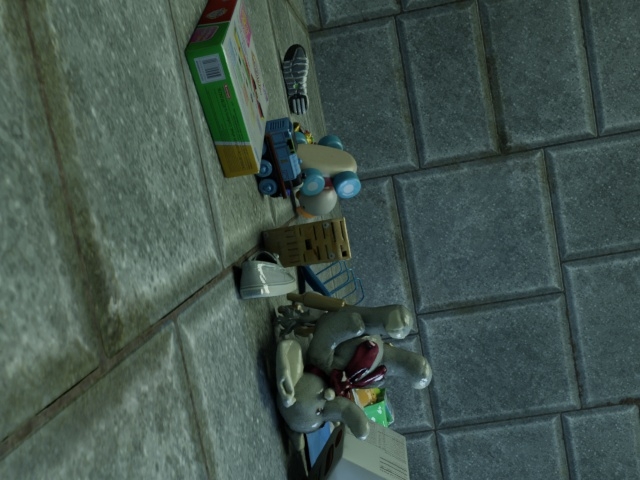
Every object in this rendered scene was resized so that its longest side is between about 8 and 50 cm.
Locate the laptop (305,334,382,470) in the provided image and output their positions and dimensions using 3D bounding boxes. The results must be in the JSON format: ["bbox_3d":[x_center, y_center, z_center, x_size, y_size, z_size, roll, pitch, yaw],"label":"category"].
[{"bbox_3d":[0.089,0.419,1.735,0.236,0.408,0.382,47,3,6],"label":"laptop"}]

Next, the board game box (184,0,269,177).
[{"bbox_3d":[-0.162,-0.297,1.315,0.316,0.064,0.242,-90,168,-57],"label":"board game box"}]

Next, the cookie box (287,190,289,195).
[{"bbox_3d":[-0.103,-0.174,1.746,0.107,0.040,0.092,-91,169,-52],"label":"cookie box"}]

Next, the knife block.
[{"bbox_3d":[0.000,0.000,1.560,0.242,0.275,0.088,-13,93,-54],"label":"knife block"}]

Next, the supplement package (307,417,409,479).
[{"bbox_3d":[0.069,0.490,1.425,0.194,0.149,0.203,-63,-178,13],"label":"supplement package"}]

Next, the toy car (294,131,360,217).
[{"bbox_3d":[-0.022,-0.150,2.018,0.219,0.210,0.238,-112,-147,-45],"label":"toy car"}]

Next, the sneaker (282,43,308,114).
[{"bbox_3d":[-0.081,-0.538,2.369,0.132,0.086,0.229,-91,-179,-79],"label":"sneaker"}]

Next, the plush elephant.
[{"bbox_3d":[0.025,0.268,1.353,0.272,0.330,0.255,73,32,-53],"label":"plush elephant"}]

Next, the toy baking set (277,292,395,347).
[{"bbox_3d":[0.038,0.177,1.484,0.197,0.256,0.030,71,33,-51],"label":"toy baking set"}]

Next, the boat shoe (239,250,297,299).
[{"bbox_3d":[-0.095,0.060,1.297,0.227,0.079,0.081,-4,89,-80],"label":"boat shoe"}]

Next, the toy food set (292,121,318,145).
[{"bbox_3d":[-0.043,-0.326,2.368,0.218,0.071,0.128,41,40,-80],"label":"toy food set"}]

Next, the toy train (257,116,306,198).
[{"bbox_3d":[-0.094,-0.177,1.541,0.080,0.105,0.184,-90,168,-56],"label":"toy train"}]

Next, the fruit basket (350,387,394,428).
[{"bbox_3d":[0.130,0.460,2.309,0.327,0.165,0.353,14,63,-83],"label":"fruit basket"}]

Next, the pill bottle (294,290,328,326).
[{"bbox_3d":[-0.013,0.182,1.795,0.160,0.087,0.087,56,25,-75],"label":"pill bottle"}]

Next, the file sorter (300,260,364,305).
[{"bbox_3d":[0.031,0.105,1.929,0.170,0.104,0.118,51,-13,38],"label":"file sorter"}]
